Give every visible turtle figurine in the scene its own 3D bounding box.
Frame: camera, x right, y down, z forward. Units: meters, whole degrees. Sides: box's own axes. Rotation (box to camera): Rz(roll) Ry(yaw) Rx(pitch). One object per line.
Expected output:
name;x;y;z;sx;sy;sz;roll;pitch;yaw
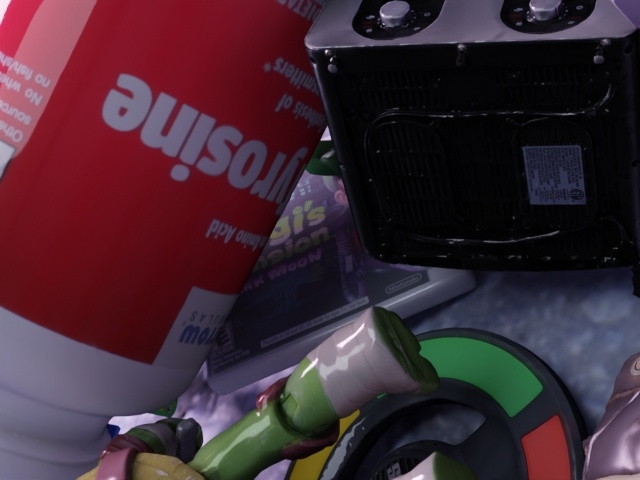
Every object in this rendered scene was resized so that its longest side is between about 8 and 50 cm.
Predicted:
turtle figurine;-0.034;0.170;0.668;0.266;0.274;0.197;-31;23;16

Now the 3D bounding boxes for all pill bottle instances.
pill bottle;-0.139;-0.041;0.760;0.229;0.229;0.407;33;97;53

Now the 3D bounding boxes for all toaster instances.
toaster;0.098;-0.065;0.661;0.168;0.185;0.110;1;44;20

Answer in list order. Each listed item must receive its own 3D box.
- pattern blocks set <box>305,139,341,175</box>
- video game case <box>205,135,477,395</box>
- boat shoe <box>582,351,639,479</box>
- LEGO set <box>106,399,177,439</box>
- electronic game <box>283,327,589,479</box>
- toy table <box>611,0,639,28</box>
pattern blocks set;0.062;-0.195;0.815;0.285;0.026;0.324;15;96;37
video game case;0.000;0.000;0.838;0.190;0.022;0.173;-25;46;15
boat shoe;0.247;0.061;0.465;0.355;0.132;0.130;-17;53;40
LEGO set;-0.129;0.110;0.913;0.087;0.093;0.227;9;63;18
electronic game;0.055;0.157;0.687;0.229;0.048;0.229;-29;46;34
toy table;0.265;-0.128;0.480;0.274;0.252;0.161;-30;49;2
